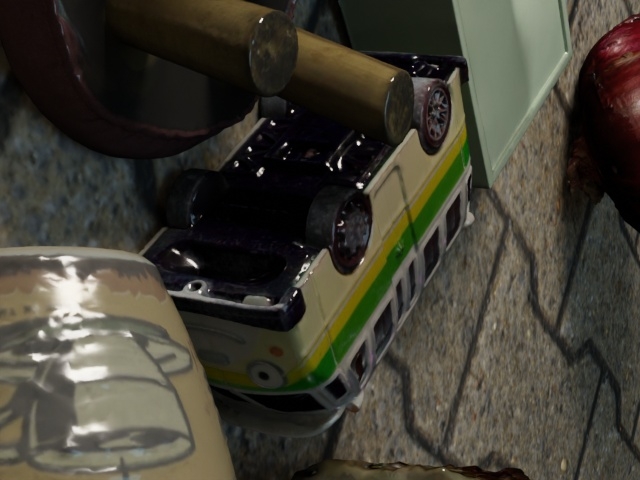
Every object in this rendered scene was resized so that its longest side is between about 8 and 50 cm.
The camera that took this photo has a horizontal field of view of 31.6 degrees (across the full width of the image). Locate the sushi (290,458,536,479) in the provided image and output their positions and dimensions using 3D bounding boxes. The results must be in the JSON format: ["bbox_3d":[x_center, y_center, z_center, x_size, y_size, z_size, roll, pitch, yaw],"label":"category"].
[{"bbox_3d":[0.087,0.318,0.919,0.294,0.300,0.281,22,55,-60],"label":"sushi"}]

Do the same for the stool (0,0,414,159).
[{"bbox_3d":[-0.050,-0.176,0.685,0.272,0.179,0.272,-23,117,-56],"label":"stool"}]

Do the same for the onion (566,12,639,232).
[{"bbox_3d":[0.427,-0.136,1.463,0.314,0.232,0.313,-16,90,-73],"label":"onion"}]

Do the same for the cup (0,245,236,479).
[{"bbox_3d":[-0.131,0.144,0.609,0.301,0.228,0.256,47,40,-76],"label":"cup"}]

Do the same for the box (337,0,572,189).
[{"bbox_3d":[0.125,-0.205,1.030,0.225,0.117,0.225,-54,139,-38],"label":"box"}]

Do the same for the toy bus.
[{"bbox_3d":[0.000,0.000,0.843,0.305,0.143,0.179,-54,141,-41],"label":"toy bus"}]
